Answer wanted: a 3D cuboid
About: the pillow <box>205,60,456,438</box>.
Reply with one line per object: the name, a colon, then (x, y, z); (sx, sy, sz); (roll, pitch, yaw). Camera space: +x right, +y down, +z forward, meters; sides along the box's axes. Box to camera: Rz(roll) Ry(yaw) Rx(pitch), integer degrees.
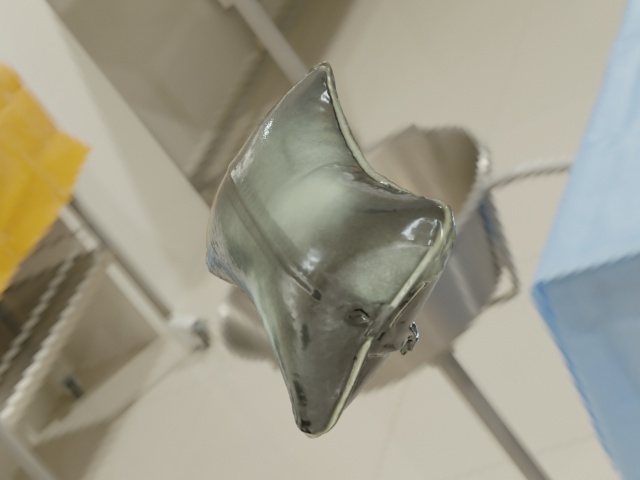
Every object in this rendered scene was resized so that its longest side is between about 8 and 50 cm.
pillow: (-0.002, 0.000, 0.583); (0.055, 0.091, 0.135); (-7, 36, -23)
